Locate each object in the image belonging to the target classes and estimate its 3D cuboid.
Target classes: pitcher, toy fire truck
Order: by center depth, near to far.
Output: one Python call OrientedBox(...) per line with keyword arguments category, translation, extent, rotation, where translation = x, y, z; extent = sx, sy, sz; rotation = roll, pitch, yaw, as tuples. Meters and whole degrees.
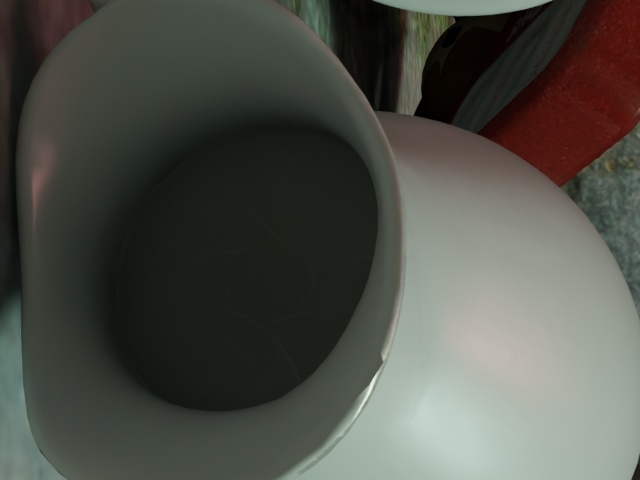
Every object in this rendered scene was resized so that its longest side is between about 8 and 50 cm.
OrientedBox(category="pitcher", translation=(0.000, 0.000, 0.479), extent=(0.207, 0.125, 0.178), rotation=(40, 32, -62))
OrientedBox(category="toy fire truck", translation=(0.104, -0.101, 0.860), extent=(0.254, 0.169, 0.302), rotation=(-58, -173, -26))

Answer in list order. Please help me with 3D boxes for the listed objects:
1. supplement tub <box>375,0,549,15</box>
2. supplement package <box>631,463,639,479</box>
OrientedBox(category="supplement tub", translation=(0.052, -0.191, 0.679), extent=(0.144, 0.144, 0.200), rotation=(78, 15, -47))
OrientedBox(category="supplement package", translation=(0.141, 0.211, 1.035), extent=(0.293, 0.175, 0.178), rotation=(16, 74, -79))
